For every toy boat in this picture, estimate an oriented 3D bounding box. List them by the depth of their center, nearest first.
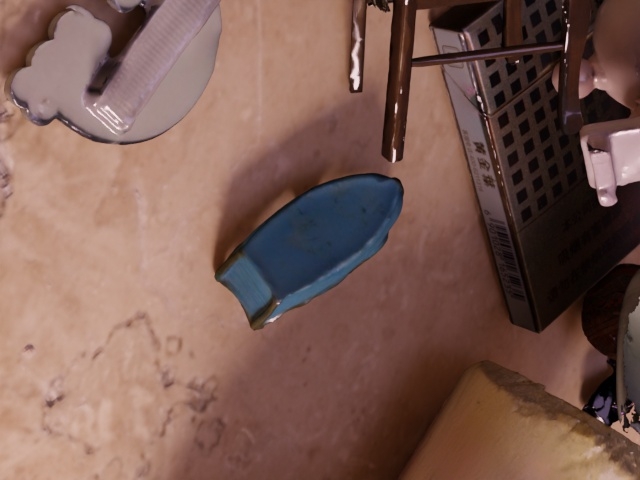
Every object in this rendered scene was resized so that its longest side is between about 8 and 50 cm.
[{"bbox_3d":[0.000,0.000,1.347,0.185,0.077,0.075,-36,85,-27],"label":"toy boat"}]

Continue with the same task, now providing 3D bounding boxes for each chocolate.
[{"bbox_3d":[0.312,0.132,1.688,0.147,0.070,0.072,-37,137,-15],"label":"chocolate"}]

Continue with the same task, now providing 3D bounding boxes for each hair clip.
[{"bbox_3d":[-0.117,-0.150,1.198,0.220,0.054,0.140,-55,137,-10],"label":"hair clip"}]

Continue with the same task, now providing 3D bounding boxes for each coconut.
[{"bbox_3d":[0.167,0.253,1.469,0.239,0.239,0.244,32,87,-44],"label":"coconut"}]

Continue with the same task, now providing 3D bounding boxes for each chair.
[{"bbox_3d":[0.098,-0.236,1.239,0.186,0.160,0.319,-9,124,-11],"label":"chair"}]

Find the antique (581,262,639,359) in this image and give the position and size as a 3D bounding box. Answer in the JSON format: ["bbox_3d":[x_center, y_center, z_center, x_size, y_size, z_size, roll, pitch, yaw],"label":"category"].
[{"bbox_3d":[0.300,0.070,1.620,0.104,0.104,0.104,-16,115,-38],"label":"antique"}]

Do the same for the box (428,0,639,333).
[{"bbox_3d":[0.207,-0.095,1.512,0.180,0.047,0.325,-38,127,-28],"label":"box"}]

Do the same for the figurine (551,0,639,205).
[{"bbox_3d":[0.289,-0.142,1.415,0.144,0.182,0.257,43,37,-39],"label":"figurine"}]

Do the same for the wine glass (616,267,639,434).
[{"bbox_3d":[0.332,0.026,1.457,0.143,0.143,0.321,43,47,-42],"label":"wine glass"}]
